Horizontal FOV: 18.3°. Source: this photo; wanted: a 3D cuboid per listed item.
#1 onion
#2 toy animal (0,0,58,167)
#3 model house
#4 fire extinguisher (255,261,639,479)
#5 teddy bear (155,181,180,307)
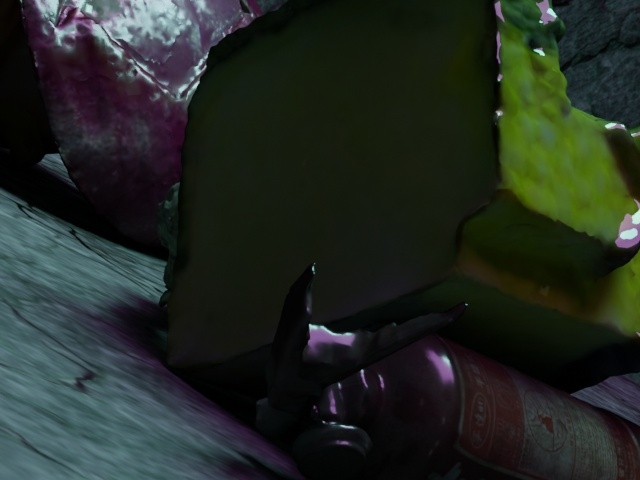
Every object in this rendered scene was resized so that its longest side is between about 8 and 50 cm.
[{"bbox_3d":[-0.097,-0.123,1.276,0.111,0.250,0.247,-16,-13,17],"label":"onion"},{"bbox_3d":[-0.237,-0.150,1.335,0.169,0.195,0.281,-13,-19,21],"label":"toy animal"},{"bbox_3d":[0.073,-0.006,0.886,0.211,0.170,0.194,25,-36,-38],"label":"model house"},{"bbox_3d":[0.058,0.065,0.778,0.252,0.106,0.075,27,23,-39],"label":"fire extinguisher"},{"bbox_3d":[-0.019,0.008,1.028,0.213,0.111,0.133,-33,101,-58],"label":"teddy bear"}]
